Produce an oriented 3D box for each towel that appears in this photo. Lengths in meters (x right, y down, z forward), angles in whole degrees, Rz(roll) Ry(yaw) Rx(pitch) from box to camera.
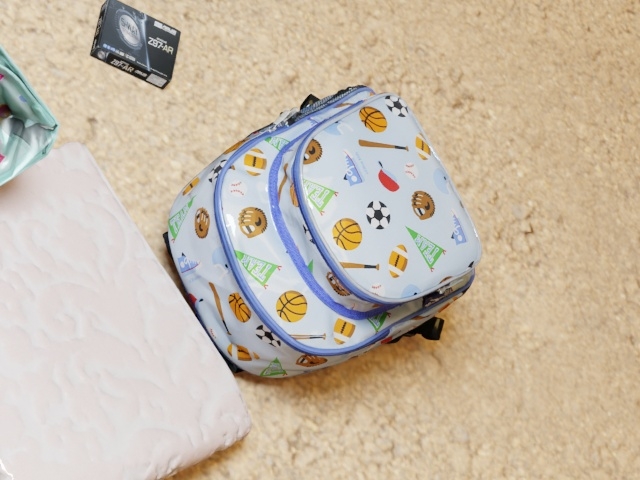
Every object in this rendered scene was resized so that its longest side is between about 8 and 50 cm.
[{"bbox_3d":[-0.231,0.078,1.671,0.317,0.053,0.332,57,32,8],"label":"towel"}]

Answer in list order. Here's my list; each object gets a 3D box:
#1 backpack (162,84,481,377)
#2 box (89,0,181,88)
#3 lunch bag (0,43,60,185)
[{"bbox_3d":[0.000,0.000,1.841,0.263,0.213,0.276,-29,85,-32],"label":"backpack"},{"bbox_3d":[-0.182,-0.195,1.943,0.083,0.018,0.067,25,52,-22],"label":"box"},{"bbox_3d":[-0.369,-0.135,1.613,0.262,0.160,0.223,1,20,-45],"label":"lunch bag"}]
